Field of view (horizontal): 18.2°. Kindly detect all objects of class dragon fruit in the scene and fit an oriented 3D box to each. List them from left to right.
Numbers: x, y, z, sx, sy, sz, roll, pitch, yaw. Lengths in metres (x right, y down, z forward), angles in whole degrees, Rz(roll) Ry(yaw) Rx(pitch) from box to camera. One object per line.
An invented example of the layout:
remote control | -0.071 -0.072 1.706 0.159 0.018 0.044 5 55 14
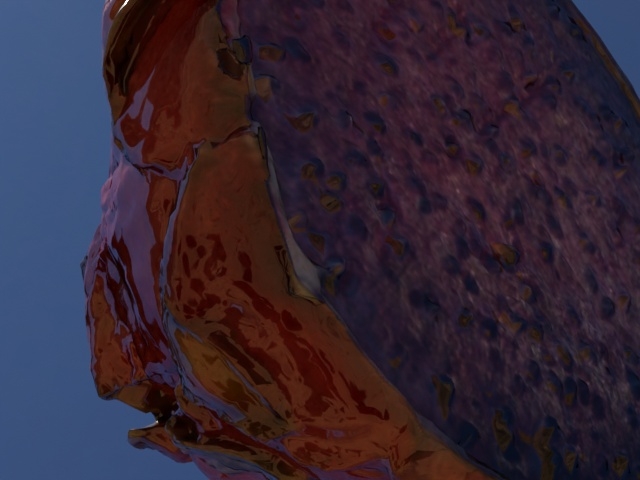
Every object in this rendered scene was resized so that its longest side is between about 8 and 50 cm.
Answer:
dragon fruit | 0.001 0.004 0.610 0.148 0.218 0.224 -31 -73 37
